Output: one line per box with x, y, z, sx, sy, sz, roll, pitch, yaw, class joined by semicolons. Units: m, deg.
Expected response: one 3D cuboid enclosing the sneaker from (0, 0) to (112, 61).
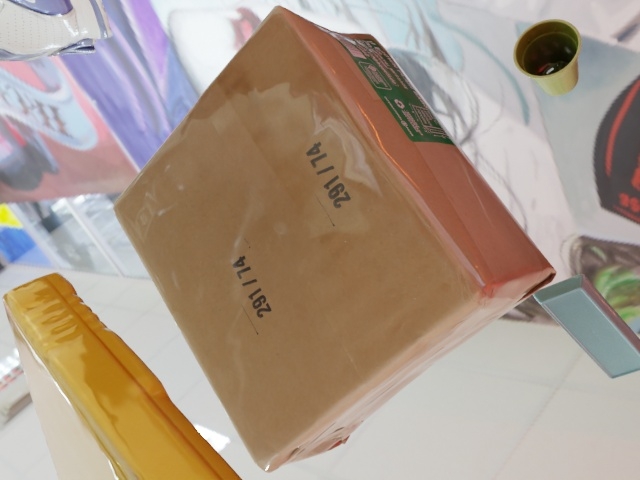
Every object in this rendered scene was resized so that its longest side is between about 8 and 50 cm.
-0.281;-0.193;0.643;0.182;0.127;0.315;-20;-172;-16;sneaker

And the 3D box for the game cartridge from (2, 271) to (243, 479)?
-0.071;0.206;0.447;0.053;0.285;0.324;-24;-139;-29;game cartridge

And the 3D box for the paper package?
0.000;0.000;0.766;0.309;0.325;0.168;-43;159;27;paper package

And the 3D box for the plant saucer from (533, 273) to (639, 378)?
0.336;0.110;0.958;0.067;0.192;0.018;-27;-146;32;plant saucer

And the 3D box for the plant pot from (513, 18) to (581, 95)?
0.297;-0.224;1.004;0.083;0.079;0.083;-11;-115;25;plant pot
